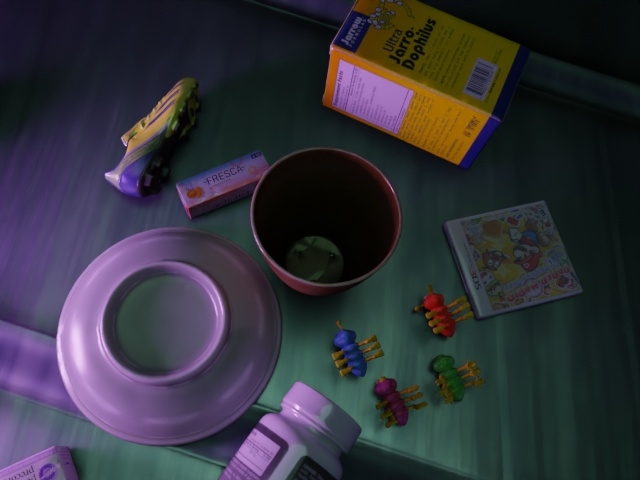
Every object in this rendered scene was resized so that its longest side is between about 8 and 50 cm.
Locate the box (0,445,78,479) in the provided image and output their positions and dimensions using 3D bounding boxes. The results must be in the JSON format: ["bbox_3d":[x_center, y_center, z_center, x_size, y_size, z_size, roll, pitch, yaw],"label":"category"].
[{"bbox_3d":[-0.553,0.420,0.874,0.324,0.067,0.063,-22,74,-14],"label":"box"}]

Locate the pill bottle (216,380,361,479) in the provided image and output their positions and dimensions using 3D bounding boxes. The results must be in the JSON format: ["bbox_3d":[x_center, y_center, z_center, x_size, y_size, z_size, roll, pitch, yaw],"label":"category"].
[{"bbox_3d":[-0.066,0.380,0.887,0.161,0.161,0.283,35,70,8],"label":"pill bottle"}]

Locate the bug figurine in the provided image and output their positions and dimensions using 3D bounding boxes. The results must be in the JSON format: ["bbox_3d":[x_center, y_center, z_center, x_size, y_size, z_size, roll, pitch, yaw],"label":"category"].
[{"bbox_3d":[0.160,0.212,1.021,0.279,0.072,0.216,-19,78,-17],"label":"bug figurine"}]

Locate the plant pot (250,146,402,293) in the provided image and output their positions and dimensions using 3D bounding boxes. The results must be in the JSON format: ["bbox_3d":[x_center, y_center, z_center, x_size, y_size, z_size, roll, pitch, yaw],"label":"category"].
[{"bbox_3d":[0.000,0.000,0.987,0.237,0.254,0.237,2,70,-5],"label":"plant pot"}]

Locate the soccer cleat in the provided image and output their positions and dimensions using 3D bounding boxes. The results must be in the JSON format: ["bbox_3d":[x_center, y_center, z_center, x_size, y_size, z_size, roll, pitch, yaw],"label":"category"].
[{"bbox_3d":[-0.332,-0.221,1.127,0.121,0.093,0.289,17,68,8],"label":"soccer cleat"}]

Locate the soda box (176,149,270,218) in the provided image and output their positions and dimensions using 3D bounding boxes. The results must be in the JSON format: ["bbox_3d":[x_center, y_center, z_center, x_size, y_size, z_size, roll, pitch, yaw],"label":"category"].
[{"bbox_3d":[-0.188,-0.111,1.116,0.183,0.058,0.063,-24,73,-15],"label":"soda box"}]

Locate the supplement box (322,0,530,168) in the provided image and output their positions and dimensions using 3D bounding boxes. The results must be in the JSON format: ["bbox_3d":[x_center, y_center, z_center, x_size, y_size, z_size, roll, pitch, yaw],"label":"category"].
[{"bbox_3d":[0.208,-0.337,1.168,0.356,0.194,0.195,25,69,4],"label":"supplement box"}]

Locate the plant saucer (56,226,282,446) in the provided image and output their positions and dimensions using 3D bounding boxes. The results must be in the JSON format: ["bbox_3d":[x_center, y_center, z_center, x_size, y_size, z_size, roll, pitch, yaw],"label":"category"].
[{"bbox_3d":[-0.267,0.149,0.988,0.400,0.100,0.400,2,70,-4],"label":"plant saucer"}]

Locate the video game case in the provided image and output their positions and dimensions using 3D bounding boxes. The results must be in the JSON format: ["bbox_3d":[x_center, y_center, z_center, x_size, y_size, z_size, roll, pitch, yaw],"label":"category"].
[{"bbox_3d":[0.386,0.035,1.135,0.227,0.026,0.206,-12,71,-10],"label":"video game case"}]
